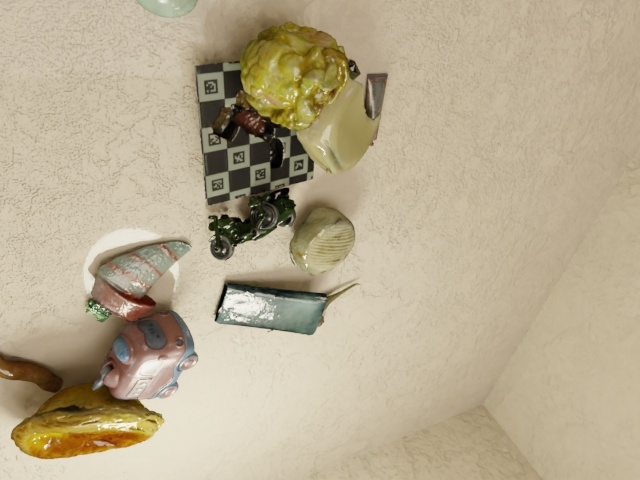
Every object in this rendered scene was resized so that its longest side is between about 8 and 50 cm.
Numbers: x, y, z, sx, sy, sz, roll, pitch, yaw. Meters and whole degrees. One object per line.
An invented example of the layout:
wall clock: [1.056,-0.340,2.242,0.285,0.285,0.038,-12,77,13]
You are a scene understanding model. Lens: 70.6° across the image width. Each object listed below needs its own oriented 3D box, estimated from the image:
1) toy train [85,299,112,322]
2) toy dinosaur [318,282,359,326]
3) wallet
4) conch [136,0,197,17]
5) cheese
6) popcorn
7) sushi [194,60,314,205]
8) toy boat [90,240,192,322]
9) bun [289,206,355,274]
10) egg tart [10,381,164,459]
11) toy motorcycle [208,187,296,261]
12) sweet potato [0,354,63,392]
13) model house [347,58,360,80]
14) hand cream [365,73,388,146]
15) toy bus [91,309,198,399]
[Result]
toy train: [-0.659,0.206,1.338,0.053,0.033,0.083,-35,137,5]
toy dinosaur: [0.011,0.246,1.770,0.200,0.072,0.251,14,110,-48]
wallet: [-0.170,0.244,1.601,0.379,0.046,0.190,9,121,-21]
conch: [-0.281,-0.545,0.874,0.185,0.121,0.221,-20,138,-59]
cheese: [0.049,-0.311,1.222,0.233,0.127,0.266,-55,150,-11]
popcorn: [-0.056,-0.356,0.997,0.259,0.259,0.212,-9,142,-25]
sushi: [-0.164,-0.294,1.177,0.343,0.064,0.359,-20,130,-31]
toy boat: [-0.505,0.091,1.307,0.282,0.096,0.206,-44,126,-4]
bun: [0.000,0.000,1.484,0.239,0.141,0.239,-22,136,-23]
egg tart: [-0.733,0.573,1.462,0.444,0.178,0.443,-9,148,-6]
toy motorcycle: [-0.195,-0.055,1.324,0.275,0.127,0.205,-32,175,17]
sweet potato: [-0.888,0.386,1.336,0.067,0.059,0.281,-44,138,-4]
model house: [0.056,-0.451,1.196,0.058,0.057,0.083,-32,164,36]
hand cream: [0.156,-0.379,1.324,0.067,0.043,0.209,-12,127,-23]
toy bus: [-0.541,0.360,1.389,0.232,0.197,0.294,8,125,-53]
